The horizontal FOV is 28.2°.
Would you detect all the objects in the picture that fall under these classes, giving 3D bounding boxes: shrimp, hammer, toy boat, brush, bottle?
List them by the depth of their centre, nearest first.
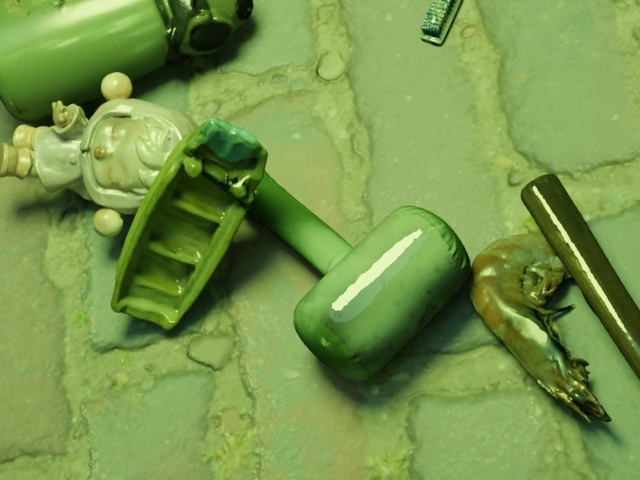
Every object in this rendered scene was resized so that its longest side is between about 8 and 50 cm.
[{"bbox_3d":[0.331,0.107,1.326,0.168,0.044,0.440,-14,57,-19],"label":"hammer"},{"bbox_3d":[0.260,0.087,1.378,0.143,0.052,0.251,-26,62,-6],"label":"shrimp"},{"bbox_3d":[-0.151,-0.028,1.463,0.111,0.276,0.084,23,27,-14],"label":"toy boat"},{"bbox_3d":[0.000,0.000,1.467,0.206,0.119,0.335,-44,55,-10],"label":"hammer"},{"bbox_3d":[0.169,-0.329,1.618,0.033,0.030,0.179,14,69,32],"label":"brush"},{"bbox_3d":[-0.260,-0.282,1.639,0.347,0.168,0.168,-20,61,1],"label":"bottle"}]

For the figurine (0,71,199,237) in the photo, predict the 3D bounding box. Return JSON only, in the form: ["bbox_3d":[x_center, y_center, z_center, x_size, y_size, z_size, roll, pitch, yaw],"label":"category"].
[{"bbox_3d":[-0.261,-0.104,1.567,0.275,0.133,0.200,4,89,17],"label":"figurine"}]
